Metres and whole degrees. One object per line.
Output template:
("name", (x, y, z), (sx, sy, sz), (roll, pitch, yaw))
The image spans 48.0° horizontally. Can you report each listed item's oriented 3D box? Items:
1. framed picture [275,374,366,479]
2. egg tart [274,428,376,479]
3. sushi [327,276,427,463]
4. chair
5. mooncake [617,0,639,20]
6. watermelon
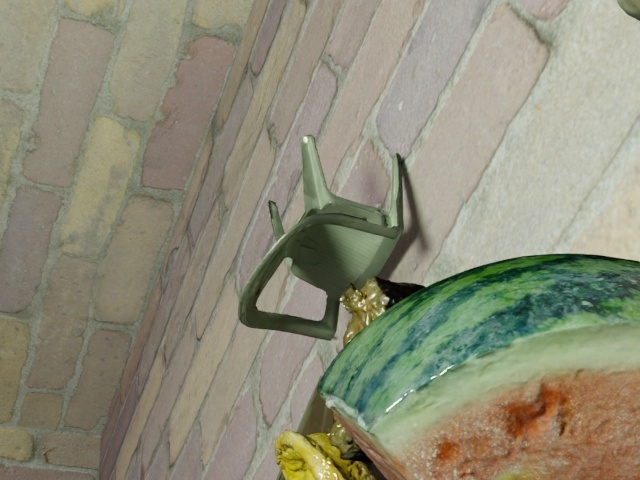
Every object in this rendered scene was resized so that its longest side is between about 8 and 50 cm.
("framed picture", (-0.014, 0.353, 1.050), (0.189, 0.023, 0.260), (-120, 48, -59))
("egg tart", (0.017, 0.301, 0.880), (0.191, 0.074, 0.191), (48, 154, 33))
("sushi", (0.081, 0.149, 0.817), (0.147, 0.114, 0.213), (167, 115, -66))
("chair", (0.000, 0.000, 0.947), (0.275, 0.190, 0.203), (-92, 26, -55))
("mooncake", (0.314, -0.227, 0.445), (0.250, 0.136, 0.254), (-105, 31, -53))
("watermelon", (0.166, 0.136, 0.537), (0.293, 0.283, 0.250), (65, 159, 19))
